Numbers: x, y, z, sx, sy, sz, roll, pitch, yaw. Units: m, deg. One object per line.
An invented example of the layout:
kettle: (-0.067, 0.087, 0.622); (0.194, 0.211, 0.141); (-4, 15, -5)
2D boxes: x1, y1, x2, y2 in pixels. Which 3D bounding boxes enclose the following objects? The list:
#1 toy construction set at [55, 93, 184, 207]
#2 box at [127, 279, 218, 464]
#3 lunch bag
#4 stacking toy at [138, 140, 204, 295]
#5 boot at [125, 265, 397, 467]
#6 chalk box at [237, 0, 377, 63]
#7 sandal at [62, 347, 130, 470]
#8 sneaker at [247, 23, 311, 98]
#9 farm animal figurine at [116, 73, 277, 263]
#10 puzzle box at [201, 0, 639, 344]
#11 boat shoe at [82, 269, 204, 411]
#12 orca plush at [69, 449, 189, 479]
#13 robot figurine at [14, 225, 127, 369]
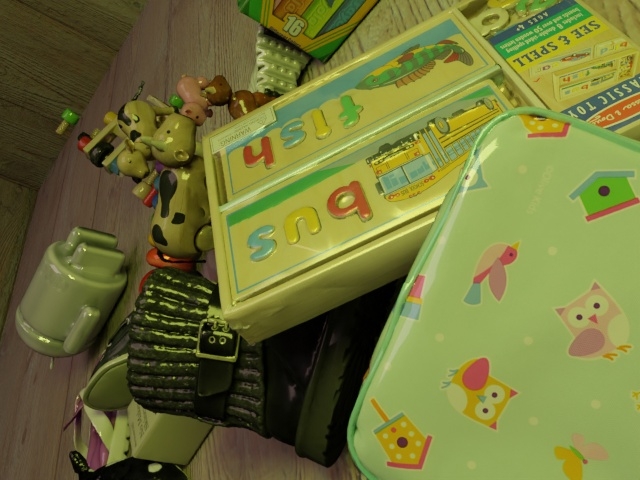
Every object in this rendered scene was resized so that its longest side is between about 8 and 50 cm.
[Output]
toy construction set: (-0.386, -0.232, 1.360); (0.309, 0.257, 0.237); (38, 91, 35)
box: (-0.191, 0.204, 0.904); (0.275, 0.094, 0.113); (-57, 34, 15)
lunch bag: (0.159, 0.074, 0.391); (0.224, 0.108, 0.279); (24, 96, 13)
stacking toy: (-0.281, -0.023, 1.141); (0.141, 0.141, 0.330); (3, 78, 56)
boot: (-0.064, 0.054, 0.664); (0.260, 0.131, 0.347); (15, 83, 21)
chalk box: (0.016, -0.468, 0.922); (0.289, 0.179, 0.180); (-43, 41, 33)
sandal: (-0.449, 0.375, 1.166); (0.169, 0.102, 0.416); (-49, 37, 27)
sneaker: (-0.085, -0.286, 1.038); (0.118, 0.110, 0.291); (-33, 45, 54)
farm animal figurine: (-0.221, -0.117, 0.938); (0.331, 0.172, 0.326); (2, 95, 43)
puzzle box: (0.078, -0.096, 0.567); (0.409, 0.052, 0.272); (-26, 46, 9)
boat shoe: (-0.311, 0.177, 1.062); (0.340, 0.127, 0.113); (-48, 38, 24)
orca plush: (-0.344, 0.384, 0.954); (0.287, 0.102, 0.151); (3, 71, 42)
robot figurine: (-0.609, 0.140, 1.443); (0.353, 0.200, 0.300); (-58, 41, 15)
